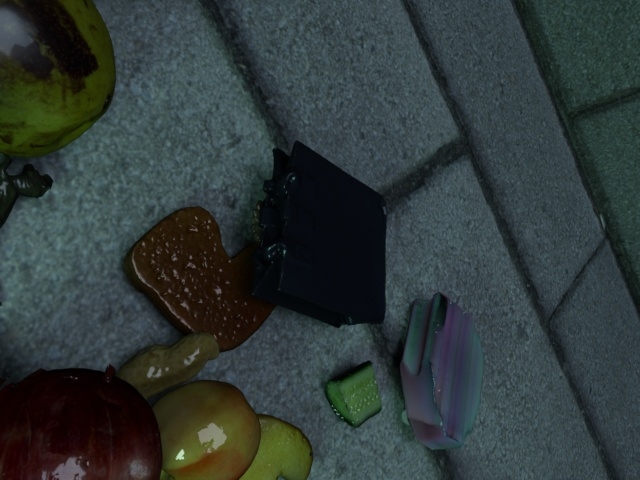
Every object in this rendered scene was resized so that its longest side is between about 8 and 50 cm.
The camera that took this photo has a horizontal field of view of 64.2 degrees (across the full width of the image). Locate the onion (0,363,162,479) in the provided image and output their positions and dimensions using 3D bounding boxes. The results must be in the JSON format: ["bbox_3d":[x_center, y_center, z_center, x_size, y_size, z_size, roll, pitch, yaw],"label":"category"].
[{"bbox_3d":[-0.339,0.285,0.633,0.276,0.276,0.276,10,74,-37],"label":"onion"}]

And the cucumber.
[{"bbox_3d":[0.070,0.324,1.085,0.115,0.062,0.116,-18,98,-38],"label":"cucumber"}]

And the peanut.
[{"bbox_3d":[-0.249,0.199,0.822,0.175,0.080,0.080,-24,96,-16],"label":"peanut"}]

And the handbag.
[{"bbox_3d":[0.000,0.000,1.022,0.329,0.122,0.303,27,59,-44],"label":"handbag"}]

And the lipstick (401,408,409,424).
[{"bbox_3d":[0.254,0.413,1.226,0.141,0.040,0.040,3,78,-38],"label":"lipstick"}]

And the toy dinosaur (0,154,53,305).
[{"bbox_3d":[-0.443,-0.028,0.733,0.187,0.087,0.179,-45,107,-35],"label":"toy dinosaur"}]

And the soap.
[{"bbox_3d":[0.285,0.308,1.199,0.193,0.109,0.323,36,50,-22],"label":"soap"}]

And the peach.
[{"bbox_3d":[-0.183,0.307,0.805,0.184,0.184,0.184,10,74,-37],"label":"peach"}]

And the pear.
[{"bbox_3d":[-0.421,-0.249,0.686,0.284,0.284,0.283,10,74,-37],"label":"pear"}]

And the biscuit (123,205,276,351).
[{"bbox_3d":[-0.194,0.053,0.940,0.277,0.052,0.262,49,51,-20],"label":"biscuit"}]

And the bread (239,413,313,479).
[{"bbox_3d":[-0.101,0.399,0.935,0.188,0.065,0.149,38,69,-30],"label":"bread"}]
